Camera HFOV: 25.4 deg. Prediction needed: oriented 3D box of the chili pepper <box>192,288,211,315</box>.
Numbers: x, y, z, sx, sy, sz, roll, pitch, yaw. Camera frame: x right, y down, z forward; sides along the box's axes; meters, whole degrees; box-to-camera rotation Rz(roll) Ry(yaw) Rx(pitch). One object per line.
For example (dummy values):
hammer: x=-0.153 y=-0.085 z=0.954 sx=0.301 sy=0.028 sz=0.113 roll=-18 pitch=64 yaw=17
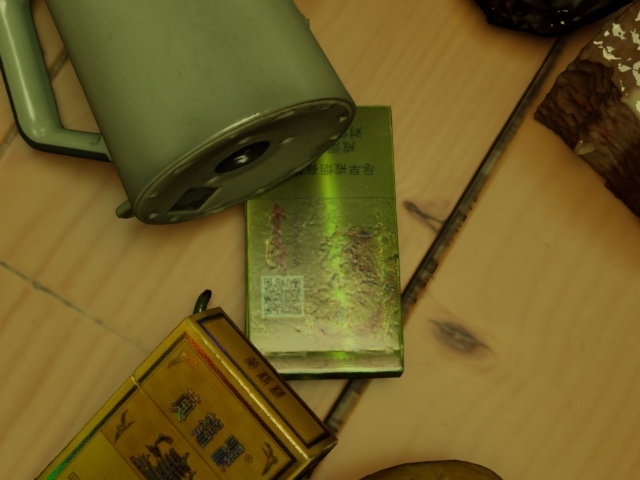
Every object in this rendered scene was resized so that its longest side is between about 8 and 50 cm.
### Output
chili pepper: x=-0.083 y=0.243 z=1.564 sx=0.137 sy=0.092 sz=0.368 roll=-32 pitch=93 yaw=-28

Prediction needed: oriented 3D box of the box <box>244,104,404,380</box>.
box: x=0.000 y=0.000 z=1.587 sx=0.173 sy=0.043 sz=0.311 roll=-1 pitch=74 yaw=-4

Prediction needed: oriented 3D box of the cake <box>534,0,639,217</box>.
cake: x=0.429 y=-0.152 z=1.552 sx=0.282 sy=0.256 sz=0.290 roll=-40 pitch=84 yaw=-6

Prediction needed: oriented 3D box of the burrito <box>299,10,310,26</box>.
burrito: x=-0.094 y=-0.284 z=1.633 sx=0.188 sy=0.045 sz=0.058 roll=33 pitch=75 yaw=2

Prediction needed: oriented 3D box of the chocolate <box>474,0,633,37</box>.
chocolate: x=0.236 y=-0.354 z=1.562 sx=0.224 sy=0.177 sz=0.206 roll=19 pitch=79 yaw=26

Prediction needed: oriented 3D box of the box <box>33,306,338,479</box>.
box: x=-0.152 y=0.240 z=1.475 sx=0.193 sy=0.084 sz=0.301 roll=47 pitch=111 yaw=10

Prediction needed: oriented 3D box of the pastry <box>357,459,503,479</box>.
pastry: x=0.123 y=0.400 z=1.488 sx=0.356 sy=0.164 sz=0.356 roll=0 pitch=90 yaw=-21

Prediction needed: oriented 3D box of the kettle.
kettle: x=-0.193 y=-0.212 z=1.516 sx=0.361 sy=0.250 sz=0.376 roll=-34 pitch=76 yaw=32
